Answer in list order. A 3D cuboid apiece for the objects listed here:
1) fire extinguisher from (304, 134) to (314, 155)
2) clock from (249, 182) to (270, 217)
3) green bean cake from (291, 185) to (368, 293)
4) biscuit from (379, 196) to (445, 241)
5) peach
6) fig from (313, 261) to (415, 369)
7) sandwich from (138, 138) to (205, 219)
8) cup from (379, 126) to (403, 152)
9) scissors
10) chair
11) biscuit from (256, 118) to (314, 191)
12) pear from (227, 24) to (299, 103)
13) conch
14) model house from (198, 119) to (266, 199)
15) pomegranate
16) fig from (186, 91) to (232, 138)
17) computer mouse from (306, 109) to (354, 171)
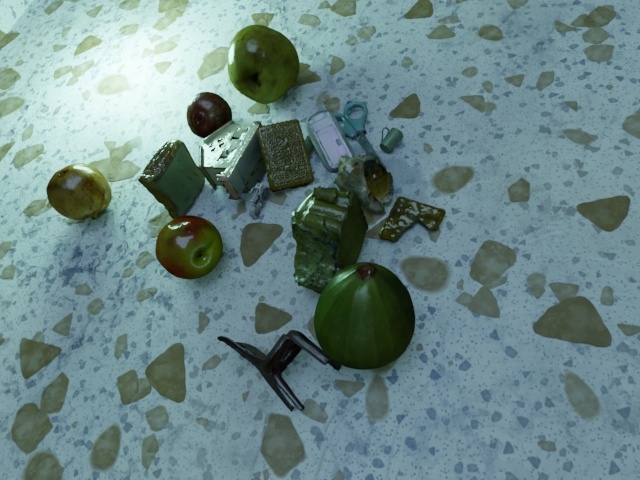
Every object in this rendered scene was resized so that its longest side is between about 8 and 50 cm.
[{"bbox_3d":[-0.047,-0.358,1.959,0.062,0.050,0.177,29,71,0],"label":"fire extinguisher"},{"bbox_3d":[-0.231,-0.148,1.873,0.041,0.087,0.129,16,75,23],"label":"clock"},{"bbox_3d":[0.000,0.000,1.589,0.202,0.310,0.285,16,64,20],"label":"green bean cake"},{"bbox_3d":[0.308,-0.059,1.697,0.183,0.039,0.174,16,66,24],"label":"biscuit"},{"bbox_3d":[-0.455,0.022,1.761,0.231,0.231,0.231,-7,60,12],"label":"peach"},{"bbox_3d":[0.123,0.196,1.441,0.316,0.316,0.316,-7,60,12],"label":"fig"},{"bbox_3d":[-0.544,-0.230,1.907,0.087,0.251,0.226,14,64,20],"label":"sandwich"},{"bbox_3d":[0.256,-0.375,1.871,0.083,0.075,0.054,-51,39,-12],"label":"cup"},{"bbox_3d":[0.152,-0.393,1.938,0.191,0.029,0.360,-32,62,2],"label":"scissors"},{"bbox_3d":[-0.130,0.334,1.520,0.326,0.175,0.183,38,85,23],"label":"chair"},{"bbox_3d":[-0.132,-0.317,1.889,0.172,0.029,0.254,-14,88,-8],"label":"biscuit"},{"bbox_3d":[-0.236,-0.731,2.091,0.304,0.304,0.304,-7,60,12],"label":"pear"},{"bbox_3d":[0.156,-0.204,1.760,0.178,0.163,0.245,-38,88,11],"label":"conch"},{"bbox_3d":[-0.349,-0.309,1.958,0.244,0.169,0.326,8,59,28],"label":"model house"},{"bbox_3d":[-0.955,-0.187,2.018,0.248,0.248,0.248,-7,60,12],"label":"pomegranate"},{"bbox_3d":[-0.455,-0.516,2.093,0.205,0.205,0.205,-7,60,12],"label":"fig"},{"bbox_3d":[0.036,-0.375,1.916,0.126,0.056,0.245,-27,78,1],"label":"computer mouse"}]
